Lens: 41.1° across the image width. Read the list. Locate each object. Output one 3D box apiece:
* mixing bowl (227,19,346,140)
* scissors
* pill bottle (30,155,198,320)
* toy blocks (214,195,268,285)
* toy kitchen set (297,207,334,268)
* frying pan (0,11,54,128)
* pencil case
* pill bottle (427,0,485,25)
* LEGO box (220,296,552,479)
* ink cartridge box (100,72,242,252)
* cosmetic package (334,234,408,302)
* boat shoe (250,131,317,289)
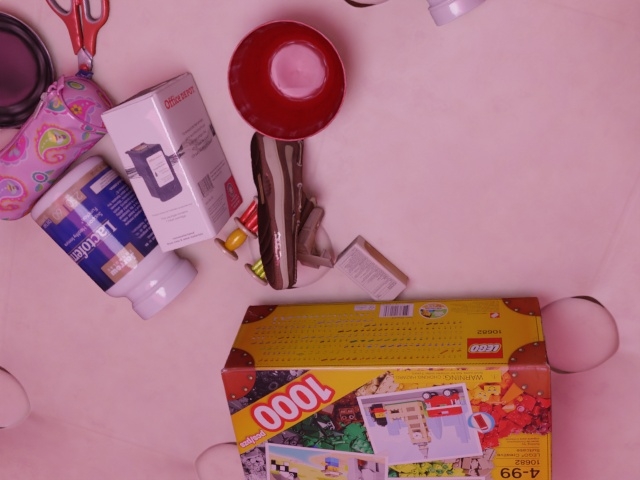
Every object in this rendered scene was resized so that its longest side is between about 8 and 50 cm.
[{"bbox_3d":[-0.043,-0.252,1.310,0.182,0.098,0.181,4,112,10],"label":"mixing bowl"},{"bbox_3d":[-0.378,-0.299,1.395,0.109,0.021,0.297,-4,110,12],"label":"scissors"},{"bbox_3d":[-0.341,-0.001,1.437,0.153,0.153,0.264,-39,101,22],"label":"pill bottle"},{"bbox_3d":[-0.086,-0.014,1.438,0.123,0.054,0.148,41,98,-17],"label":"toy blocks"},{"bbox_3d":[0.000,0.000,1.433,0.068,0.075,0.083,13,154,23],"label":"toy kitchen set"},{"bbox_3d":[-0.598,-0.269,1.409,0.326,0.053,0.197,-10,113,5],"label":"frying pan"},{"bbox_3d":[-0.459,-0.152,1.405,0.284,0.124,0.124,-38,101,28],"label":"pencil case"},{"bbox_3d":[0.158,-0.406,1.205,0.112,0.112,0.186,-26,105,19],"label":"pill bottle"},{"bbox_3d":[0.124,0.304,1.430,0.501,0.193,0.372,-3,118,12],"label":"LEGO box"},{"bbox_3d":[-0.229,-0.127,1.354,0.100,0.172,0.237,-16,108,16],"label":"ink cartridge box"},{"bbox_3d":[0.086,0.052,1.439,0.115,0.041,0.060,42,113,-8],"label":"cosmetic package"},{"bbox_3d":[-0.048,-0.052,1.361,0.095,0.095,0.257,-5,88,-20],"label":"boat shoe"}]
